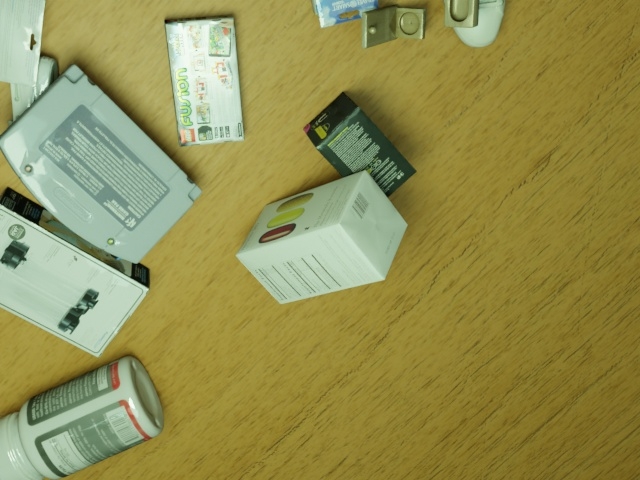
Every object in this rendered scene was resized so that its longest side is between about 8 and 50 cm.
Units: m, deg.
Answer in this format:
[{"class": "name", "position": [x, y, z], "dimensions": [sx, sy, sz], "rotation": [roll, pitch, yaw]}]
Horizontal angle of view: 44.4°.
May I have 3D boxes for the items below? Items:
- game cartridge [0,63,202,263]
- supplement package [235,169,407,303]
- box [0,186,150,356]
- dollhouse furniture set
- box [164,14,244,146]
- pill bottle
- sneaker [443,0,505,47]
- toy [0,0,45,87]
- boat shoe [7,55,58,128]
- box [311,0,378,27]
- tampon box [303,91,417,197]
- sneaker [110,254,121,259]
[{"class": "game cartridge", "position": [-0.355, -0.108, 1.258], "dimensions": [0.196, 0.060, 0.294], "rotation": [-49, 119, -12]}, {"class": "supplement package", "position": [0.000, 0.000, 1.344], "dimensions": [0.244, 0.139, 0.134], "rotation": [-17, 124, 40]}, {"class": "box", "position": [-0.463, 0.060, 1.363], "dimensions": [0.290, 0.087, 0.169], "rotation": [33, 103, -22]}, {"class": "dollhouse furniture set", "position": [0.160, -0.381, 1.246], "dimensions": [0.151, 0.123, 0.144], "rotation": [12, 116, 29]}, {"class": "box", "position": [-0.192, -0.265, 1.307], "dimensions": [0.114, 0.036, 0.207], "rotation": [-6, 114, -9]}, {"class": "pill bottle", "position": [-0.450, 0.339, 1.448], "dimensions": [0.283, 0.161, 0.161], "rotation": [-23, 116, -1]}, {"class": "sneaker", "position": [0.264, -0.453, 1.277], "dimensions": [0.105, 0.123, 0.290], "rotation": [-12, 116, -9]}, {"class": "toy", "position": [-0.542, -0.328, 1.193], "dimensions": [0.237, 0.056, 0.137], "rotation": [10, 110, -10]}, {"class": "boat shoe", "position": [-0.467, -0.185, 1.270], "dimensions": [0.075, 0.083, 0.226], "rotation": [5, 100, -3]}, {"class": "box", "position": [0.029, -0.447, 1.271], "dimensions": [0.109, 0.042, 0.178], "rotation": [-15, 116, -5]}, {"class": "tampon box", "position": [0.065, -0.157, 1.363], "dimensions": [0.101, 0.120, 0.161], "rotation": [-42, 115, 7]}, {"class": "sneaker", "position": [-0.345, -0.060, 1.352], "dimensions": [0.078, 0.067, 0.188], "rotation": [5, 106, -12]}]
